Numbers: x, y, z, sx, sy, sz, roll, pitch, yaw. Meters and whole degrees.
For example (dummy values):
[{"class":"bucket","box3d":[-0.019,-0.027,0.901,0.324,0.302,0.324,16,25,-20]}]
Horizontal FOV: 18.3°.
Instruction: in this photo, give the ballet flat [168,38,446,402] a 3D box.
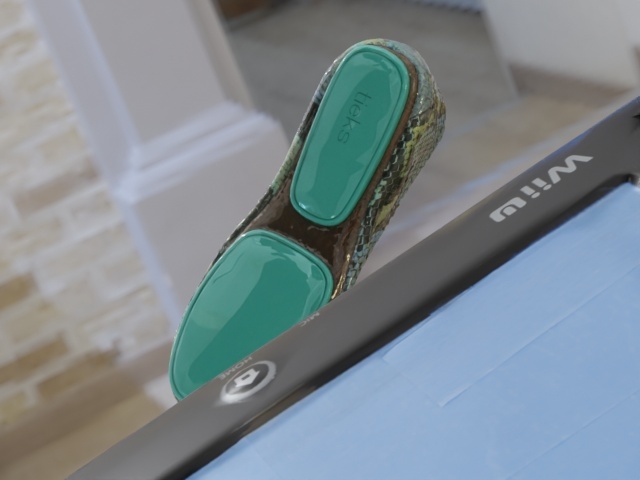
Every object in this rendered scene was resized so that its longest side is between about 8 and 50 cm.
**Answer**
[{"class":"ballet flat","box3d":[0.000,0.000,0.884,0.188,0.070,0.070,-57,20,9]}]

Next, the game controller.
[{"class":"game controller","box3d":[0.014,0.060,0.357,0.319,0.067,0.166,-33,35,-8]}]
